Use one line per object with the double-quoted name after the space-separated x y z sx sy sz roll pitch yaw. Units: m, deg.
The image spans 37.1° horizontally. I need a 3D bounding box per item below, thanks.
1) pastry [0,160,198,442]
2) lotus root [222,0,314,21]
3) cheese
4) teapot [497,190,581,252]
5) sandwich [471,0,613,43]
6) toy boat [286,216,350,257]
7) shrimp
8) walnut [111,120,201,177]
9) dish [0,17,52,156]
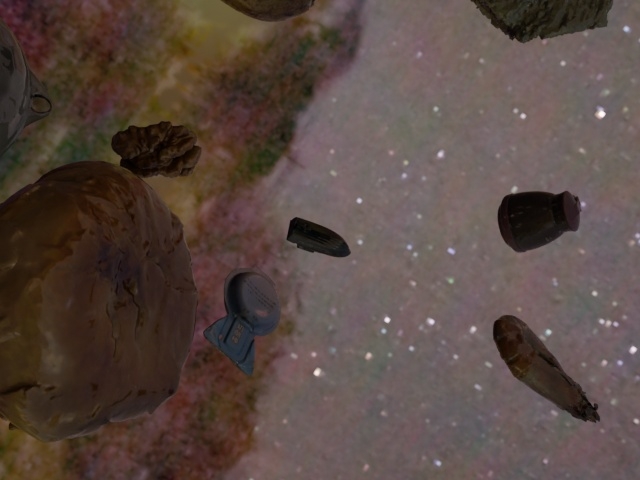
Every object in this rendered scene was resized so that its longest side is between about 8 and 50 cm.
-0.344 0.086 1.338 0.245 0.409 0.409 -1 -137 23 "pastry"
-0.127 -0.420 1.543 0.110 0.258 0.097 -15 -120 67 "lotus root"
-0.135 0.134 1.749 0.052 0.135 0.244 -37 -162 34 "cheese"
0.429 -0.041 1.824 0.146 0.148 0.116 -13 -104 32 "teapot"
0.357 -0.471 1.554 0.262 0.325 0.131 -46 -167 8 "sandwich"
0.000 0.000 1.958 0.060 0.141 0.055 127 -21 -49 "toy boat"
0.294 0.168 1.228 0.042 0.190 0.101 -44 -176 35 "shrimp"
-0.316 -0.164 1.841 0.143 0.170 0.069 74 13 -48 "walnut"
-0.504 -0.216 1.213 0.303 0.303 0.120 -61 -170 -20 "dish"
